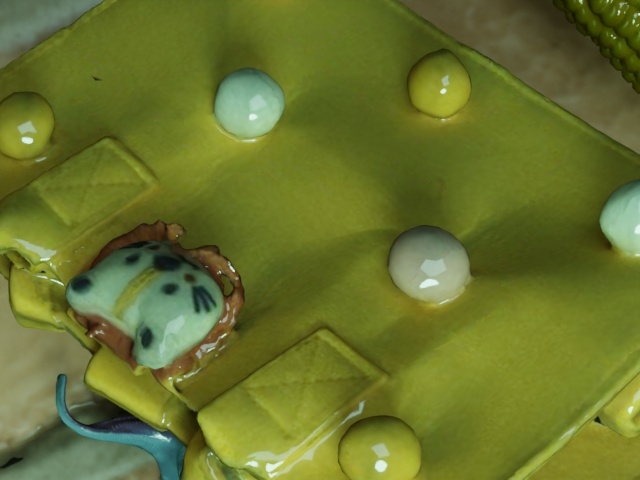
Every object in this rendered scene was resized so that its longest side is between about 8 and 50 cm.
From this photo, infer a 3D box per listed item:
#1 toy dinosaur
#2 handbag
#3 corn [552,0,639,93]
[{"bbox_3d":[-0.069,0.138,0.985,0.197,0.045,0.080,30,58,-12],"label":"toy dinosaur"},{"bbox_3d":[0.000,0.000,0.893,0.283,0.133,0.401,-34,54,-23],"label":"handbag"},{"bbox_3d":[0.206,-0.168,1.095,0.120,0.120,0.363,-42,84,-20],"label":"corn"}]
